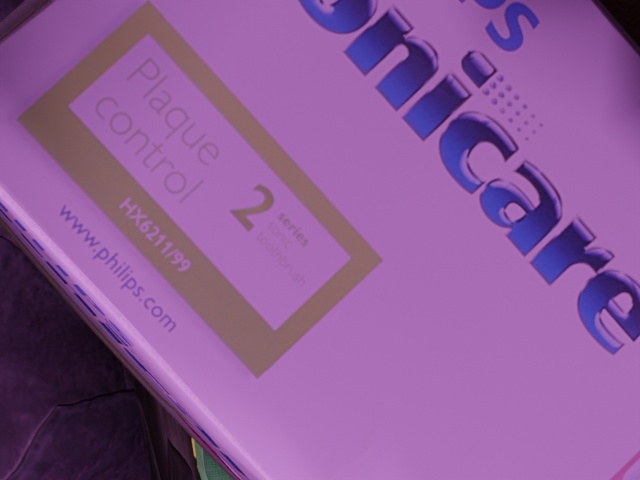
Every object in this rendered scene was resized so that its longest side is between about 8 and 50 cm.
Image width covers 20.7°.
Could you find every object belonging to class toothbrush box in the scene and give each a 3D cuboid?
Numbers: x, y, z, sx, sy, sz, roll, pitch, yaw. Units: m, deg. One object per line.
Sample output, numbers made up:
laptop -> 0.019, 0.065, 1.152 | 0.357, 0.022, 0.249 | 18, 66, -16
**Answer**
toothbrush box -> 0.005, 0.007, 0.477 | 0.206, 0.122, 0.283 | 48, 171, -9

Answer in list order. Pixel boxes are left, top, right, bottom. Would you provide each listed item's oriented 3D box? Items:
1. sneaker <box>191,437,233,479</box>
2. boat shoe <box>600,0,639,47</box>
sneaker -> -0.001, 0.089, 0.819 | 0.295, 0.109, 0.123 | 94, 166, -50
boat shoe -> 0.075, -0.109, 0.416 | 0.059, 0.063, 0.170 | -137, 39, -89
